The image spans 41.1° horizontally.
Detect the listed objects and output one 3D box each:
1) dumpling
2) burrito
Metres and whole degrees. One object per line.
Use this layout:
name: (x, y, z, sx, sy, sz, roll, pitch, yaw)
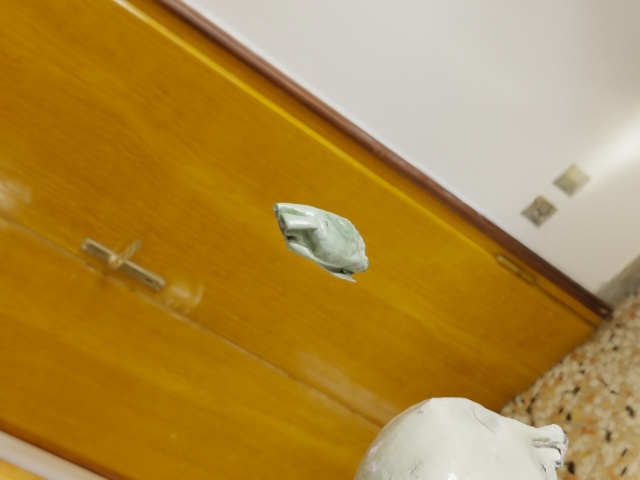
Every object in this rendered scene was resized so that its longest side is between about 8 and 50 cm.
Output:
dumpling: (0.061, 0.156, 0.469, 0.199, 0.118, 0.136, -19, -22, -43)
burrito: (-0.001, -0.003, 0.904, 0.044, 0.118, 0.074, -33, 54, 28)
